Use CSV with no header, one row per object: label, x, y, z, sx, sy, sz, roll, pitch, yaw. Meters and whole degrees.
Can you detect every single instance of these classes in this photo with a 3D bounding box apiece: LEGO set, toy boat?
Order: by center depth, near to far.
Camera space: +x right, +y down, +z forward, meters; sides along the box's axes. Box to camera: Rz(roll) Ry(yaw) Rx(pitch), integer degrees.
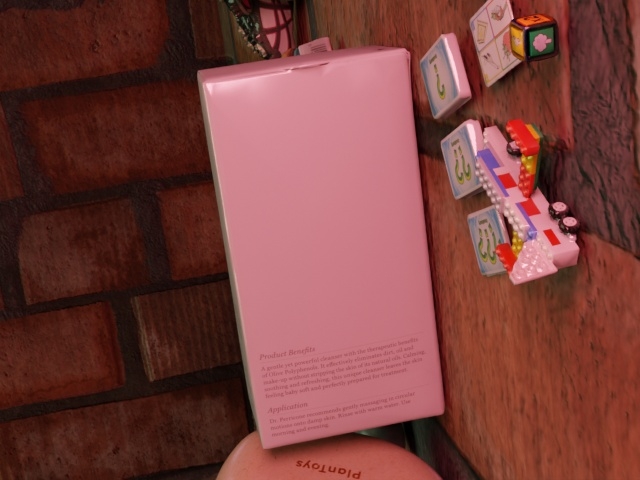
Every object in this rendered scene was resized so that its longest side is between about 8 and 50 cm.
LEGO set,0.106,-0.063,0.634,0.244,0.060,0.182,151,105,-81
toy boat,0.038,0.264,1.043,0.318,0.268,0.148,-55,-28,-56

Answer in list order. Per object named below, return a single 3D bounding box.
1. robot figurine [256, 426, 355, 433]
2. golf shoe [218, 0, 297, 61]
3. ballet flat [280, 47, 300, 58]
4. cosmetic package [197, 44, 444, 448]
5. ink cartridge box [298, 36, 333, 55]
robot figurine,-0.020,0.298,1.516,0.174,0.209,0.278,38,162,9
golf shoe,-0.072,-0.341,1.401,0.105,0.120,0.273,46,175,36
ballet flat,-0.034,-0.174,1.296,0.080,0.073,0.232,34,-147,-29
cosmetic package,0.000,0.000,0.949,0.155,0.197,0.365,-127,30,-74
ink cartridge box,0.024,-0.152,1.205,0.179,0.045,0.145,47,-152,-69
